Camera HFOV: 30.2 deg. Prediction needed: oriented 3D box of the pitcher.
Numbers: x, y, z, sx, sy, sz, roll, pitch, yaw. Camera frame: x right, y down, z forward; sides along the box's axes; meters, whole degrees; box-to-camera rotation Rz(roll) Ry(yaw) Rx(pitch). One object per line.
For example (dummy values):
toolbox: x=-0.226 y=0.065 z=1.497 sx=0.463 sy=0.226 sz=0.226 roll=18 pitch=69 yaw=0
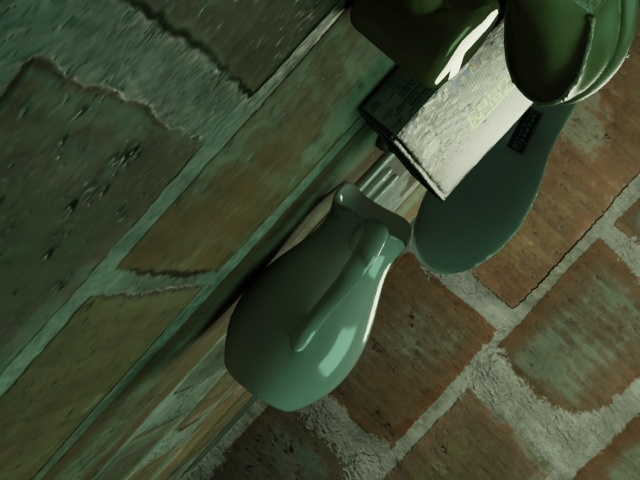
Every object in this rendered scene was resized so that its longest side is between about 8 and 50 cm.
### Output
pitcher: x=-0.002 y=0.058 z=1.093 sx=0.207 sy=0.125 sz=0.178 roll=-56 pitch=-179 yaw=8

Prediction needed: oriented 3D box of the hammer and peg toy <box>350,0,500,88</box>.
hammer and peg toy: x=0.162 y=-0.201 z=0.512 sx=0.361 sy=0.127 sz=0.266 roll=-49 pitch=174 yaw=11

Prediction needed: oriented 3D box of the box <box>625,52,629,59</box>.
box: x=0.283 y=-0.245 z=1.179 sx=0.186 sy=0.038 sz=0.145 roll=-22 pitch=112 yaw=-80

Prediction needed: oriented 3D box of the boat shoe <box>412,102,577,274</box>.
boat shoe: x=0.171 y=-0.079 z=1.185 sx=0.267 sy=0.096 sz=0.088 roll=-62 pitch=-178 yaw=-12

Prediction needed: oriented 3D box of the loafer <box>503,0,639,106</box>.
loafer: x=0.151 y=-0.178 z=0.762 sx=0.092 sy=0.102 sz=0.268 roll=-23 pitch=151 yaw=-15

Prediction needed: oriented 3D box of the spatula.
spatula: x=0.000 y=0.000 z=1.290 sx=0.242 sy=0.019 sz=0.168 roll=-48 pitch=169 yaw=-4

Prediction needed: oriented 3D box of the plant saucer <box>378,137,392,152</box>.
plant saucer: x=0.160 y=-0.179 z=1.123 sx=0.278 sy=0.041 sz=0.278 roll=-46 pitch=175 yaw=-5

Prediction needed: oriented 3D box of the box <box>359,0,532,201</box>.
box: x=0.129 y=-0.133 z=0.950 sx=0.190 sy=0.045 sz=0.184 roll=-47 pitch=156 yaw=2
